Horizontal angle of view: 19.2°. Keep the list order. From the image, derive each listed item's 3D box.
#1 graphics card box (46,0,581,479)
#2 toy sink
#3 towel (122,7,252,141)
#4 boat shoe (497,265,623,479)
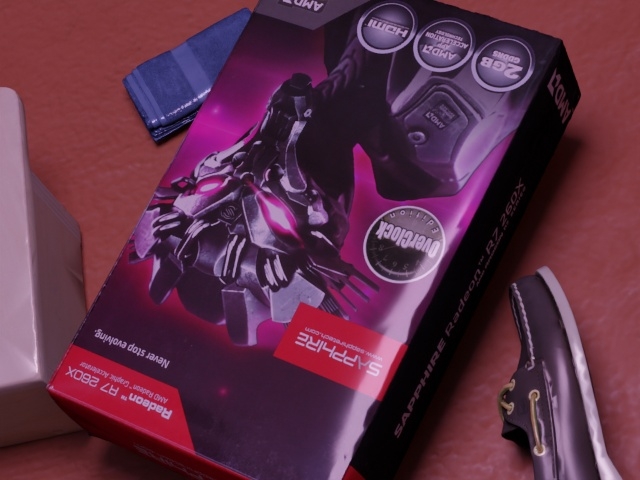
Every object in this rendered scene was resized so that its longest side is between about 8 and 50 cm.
[{"bbox_3d":[0.000,0.000,1.313,0.232,0.094,0.371,21,73,26],"label":"graphics card box"},{"bbox_3d":[-0.263,0.029,1.403,0.152,0.131,0.234,-13,66,8],"label":"toy sink"},{"bbox_3d":[-0.093,-0.132,1.494,0.119,0.029,0.067,-30,61,0],"label":"towel"},{"bbox_3d":[0.155,0.125,1.268,0.068,0.081,0.228,-15,64,3],"label":"boat shoe"}]
